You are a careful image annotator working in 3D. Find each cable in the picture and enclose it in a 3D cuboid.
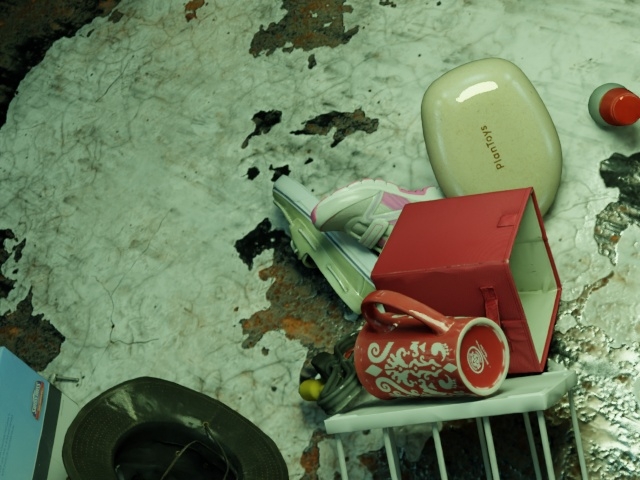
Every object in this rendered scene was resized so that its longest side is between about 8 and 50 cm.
[{"bbox_3d":[0.042,0.192,1.384,0.139,0.072,0.287,-33,8,-7],"label":"cable"}]

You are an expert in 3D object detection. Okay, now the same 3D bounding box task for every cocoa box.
[{"bbox_3d":[-0.563,0.382,1.570,0.231,0.228,0.347,-13,51,18],"label":"cocoa box"}]

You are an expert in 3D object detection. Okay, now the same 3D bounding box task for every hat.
[{"bbox_3d":[-0.221,0.359,1.457,0.331,0.331,0.134,60,139,41],"label":"hat"}]

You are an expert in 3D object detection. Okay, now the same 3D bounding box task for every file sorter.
[{"bbox_3d":[0.182,0.275,1.242,0.278,0.193,0.173,-12,87,25],"label":"file sorter"}]

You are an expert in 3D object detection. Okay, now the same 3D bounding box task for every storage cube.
[{"bbox_3d":[0.204,0.058,1.354,0.193,0.183,0.215,-7,31,28],"label":"storage cube"}]

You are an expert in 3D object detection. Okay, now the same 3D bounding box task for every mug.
[{"bbox_3d":[0.124,0.135,1.201,0.169,0.150,0.113,-7,60,52],"label":"mug"}]

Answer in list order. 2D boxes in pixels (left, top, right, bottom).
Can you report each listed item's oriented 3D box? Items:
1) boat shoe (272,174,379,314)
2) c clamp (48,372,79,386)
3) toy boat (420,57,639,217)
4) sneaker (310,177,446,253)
[{"bbox_3d":[0.000,0.000,1.607,0.094,0.109,0.302,-46,51,0],"label":"boat shoe"},{"bbox_3d":[-0.519,0.307,1.775,0.137,0.022,0.160,7,64,34],"label":"c clamp"},{"bbox_3d":[0.318,-0.157,1.473,0.318,0.267,0.148,-18,10,7],"label":"toy boat"},{"bbox_3d":[0.110,-0.022,1.497,0.252,0.103,0.111,1,64,-14],"label":"sneaker"}]
